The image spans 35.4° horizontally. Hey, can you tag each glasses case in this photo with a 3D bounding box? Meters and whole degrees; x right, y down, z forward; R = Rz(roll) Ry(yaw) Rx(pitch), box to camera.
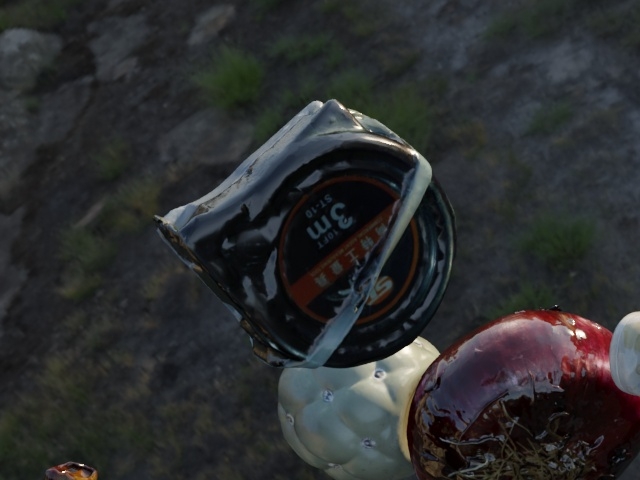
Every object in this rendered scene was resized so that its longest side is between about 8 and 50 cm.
[{"bbox_3d":[0.284,0.083,0.749,0.164,0.063,0.041,2,4,-27],"label":"glasses case"}]

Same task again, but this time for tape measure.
[{"bbox_3d":[0.003,0.003,0.726,0.182,0.181,0.107,-38,20,-15],"label":"tape measure"}]

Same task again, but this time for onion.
[{"bbox_3d":[0.258,0.212,1.251,0.314,0.314,0.232,-27,36,12],"label":"onion"}]

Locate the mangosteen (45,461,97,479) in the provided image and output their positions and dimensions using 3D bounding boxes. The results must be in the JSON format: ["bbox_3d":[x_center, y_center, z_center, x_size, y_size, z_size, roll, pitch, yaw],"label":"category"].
[{"bbox_3d":[-0.276,0.440,1.021,0.382,0.382,0.435,-36,52,-1],"label":"mangosteen"}]

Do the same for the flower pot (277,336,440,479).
[{"bbox_3d":[0.067,0.226,1.419,0.195,0.246,0.246,8,51,36],"label":"flower pot"}]
